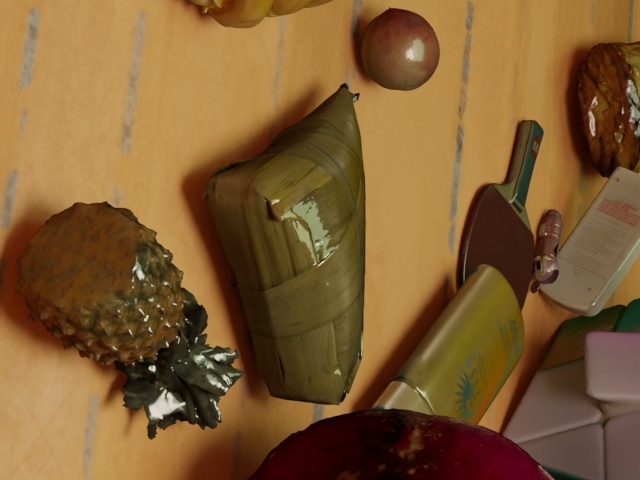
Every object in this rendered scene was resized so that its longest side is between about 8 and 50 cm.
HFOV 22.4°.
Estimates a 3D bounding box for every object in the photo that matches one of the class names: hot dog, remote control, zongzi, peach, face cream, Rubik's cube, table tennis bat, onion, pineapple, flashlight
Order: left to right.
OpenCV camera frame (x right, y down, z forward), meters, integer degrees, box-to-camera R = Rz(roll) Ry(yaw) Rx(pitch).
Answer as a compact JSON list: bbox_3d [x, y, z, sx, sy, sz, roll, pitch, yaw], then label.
[{"bbox_3d":[-0.137,0.073,1.259,0.251,0.125,0.125,55,45,-53],"label":"pineapple"},{"bbox_3d":[0.000,0.000,1.467,0.256,0.115,0.228,-54,136,-57],"label":"zongzi"},{"bbox_3d":[0.063,0.288,1.376,0.385,0.348,0.347,-74,153,-74],"label":"onion"},{"bbox_3d":[0.079,-0.190,1.605,0.083,0.083,0.083,5,84,-56],"label":"peach"},{"bbox_3d":[0.125,0.157,1.661,0.285,0.067,0.139,-48,134,-43],"label":"face cream"},{"bbox_3d":[0.213,-0.017,1.852,0.154,0.021,0.274,45,54,-46],"label":"table tennis bat"},{"bbox_3d":[0.268,0.009,1.921,0.031,0.052,0.110,28,53,-22],"label":"flashlight"},{"bbox_3d":[0.340,0.003,1.929,0.190,0.087,0.029,-54,141,-12],"label":"remote control"},{"bbox_3d":[0.402,-0.170,2.065,0.259,0.114,0.175,-15,96,-56],"label":"hot dog"},{"bbox_3d":[0.414,0.221,1.857,0.368,0.387,0.358,-57,131,-16],"label":"Rubik's cube"}]

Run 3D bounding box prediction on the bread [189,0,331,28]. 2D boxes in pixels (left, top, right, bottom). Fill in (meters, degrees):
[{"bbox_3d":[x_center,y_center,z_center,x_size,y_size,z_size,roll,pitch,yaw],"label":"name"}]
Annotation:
[{"bbox_3d":[-0.017,-0.290,1.431,0.311,0.121,0.172,-37,119,-50],"label":"bread"}]
